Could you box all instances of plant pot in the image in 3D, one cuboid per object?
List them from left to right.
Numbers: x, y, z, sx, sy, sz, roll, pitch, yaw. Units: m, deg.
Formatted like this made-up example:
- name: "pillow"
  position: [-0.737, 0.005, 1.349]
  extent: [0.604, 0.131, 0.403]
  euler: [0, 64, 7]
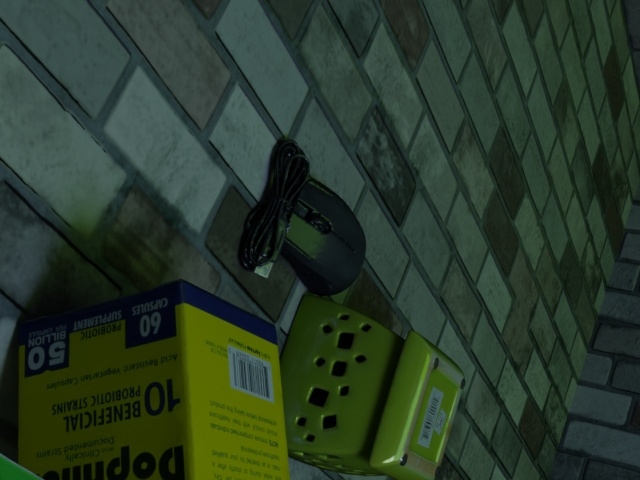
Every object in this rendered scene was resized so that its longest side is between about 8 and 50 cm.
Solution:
- name: "plant pot"
  position: [0.073, 0.230, 1.494]
  extent: [0.227, 0.207, 0.228]
  euler: [41, 64, -57]

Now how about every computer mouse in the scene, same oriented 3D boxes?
- name: "computer mouse"
  position: [0.000, 0.000, 1.428]
  extent: [0.272, 0.072, 0.188]
  euler: [43, 61, -56]

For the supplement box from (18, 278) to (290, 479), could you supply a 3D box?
- name: "supplement box"
  position: [-0.153, 0.246, 0.986]
  extent: [0.195, 0.194, 0.356]
  euler: [35, 44, -59]

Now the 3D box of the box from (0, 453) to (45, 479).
- name: "box"
  position: [-0.346, 0.256, 0.740]
  extent: [0.261, 0.231, 0.126]
  euler: [-67, 149, -23]
